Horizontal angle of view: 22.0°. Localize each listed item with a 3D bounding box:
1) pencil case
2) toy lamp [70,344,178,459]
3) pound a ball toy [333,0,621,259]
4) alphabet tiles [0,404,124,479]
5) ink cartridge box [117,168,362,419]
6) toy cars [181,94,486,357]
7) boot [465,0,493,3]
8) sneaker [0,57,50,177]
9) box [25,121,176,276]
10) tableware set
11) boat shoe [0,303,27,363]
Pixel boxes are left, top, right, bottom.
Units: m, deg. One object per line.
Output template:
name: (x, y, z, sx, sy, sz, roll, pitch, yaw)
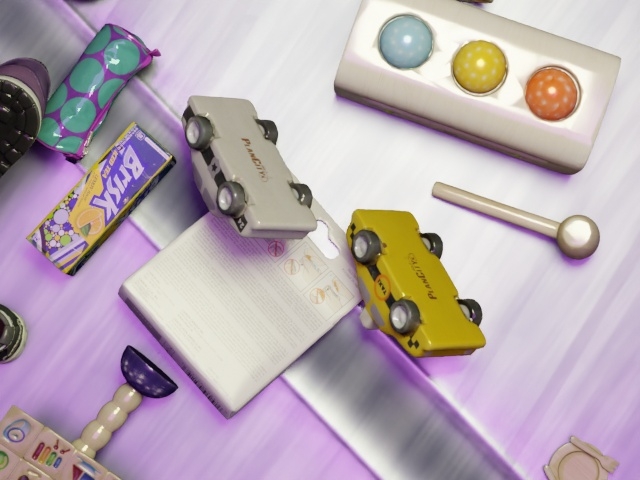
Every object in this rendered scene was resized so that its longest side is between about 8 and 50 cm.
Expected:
pencil case: (-0.240, -0.156, 1.744, 0.070, 0.064, 0.152, 33, 87, 18)
toy lamp: (-0.260, 0.237, 1.714, 0.080, 0.080, 0.275, 40, 88, 2)
pound a ball toy: (0.170, -0.127, 1.707, 0.319, 0.136, 0.208, 20, 87, 2)
alphabet tiles: (-0.271, 0.314, 1.668, 0.237, 0.009, 0.198, 35, 87, -2)
ink cartridge box: (-0.073, 0.050, 1.749, 0.224, 0.056, 0.181, -40, 87, -21)
toy cars: (0.000, 0.000, 1.704, 0.393, 0.176, 0.087, 35, 125, 0)
boot: (0.200, -0.349, 1.739, 0.262, 0.095, 0.203, 5, 86, 2)
sneaker: (-0.379, -0.080, 1.731, 0.283, 0.124, 0.107, -39, 107, 21)
box: (-0.230, -0.043, 1.742, 0.059, 0.054, 0.169, 42, 88, 3)
tableware set: (0.262, 0.302, 1.738, 0.168, 0.020, 0.141, -40, 87, -2)
boat shoe: (-0.427, 0.076, 1.725, 0.233, 0.079, 0.084, 12, 88, 2)
